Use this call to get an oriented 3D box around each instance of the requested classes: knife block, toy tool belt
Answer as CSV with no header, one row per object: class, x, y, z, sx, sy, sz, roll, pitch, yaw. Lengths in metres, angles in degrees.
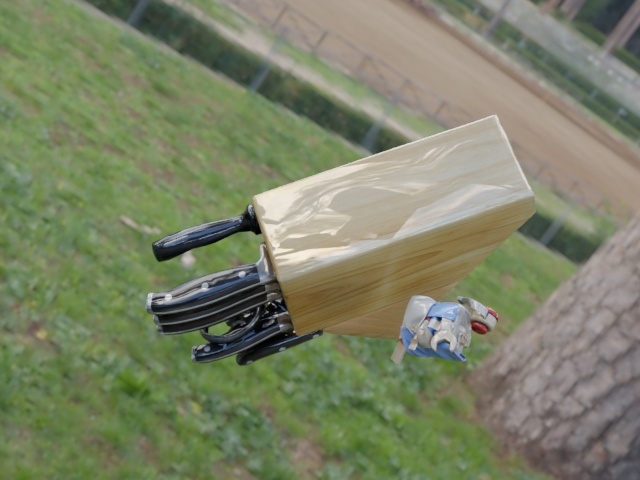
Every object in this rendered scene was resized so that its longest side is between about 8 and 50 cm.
knife block,0.000,0.000,1.017,0.242,0.276,0.088,10,48,-38
toy tool belt,0.092,0.074,0.953,0.083,0.051,0.052,-1,-38,48
